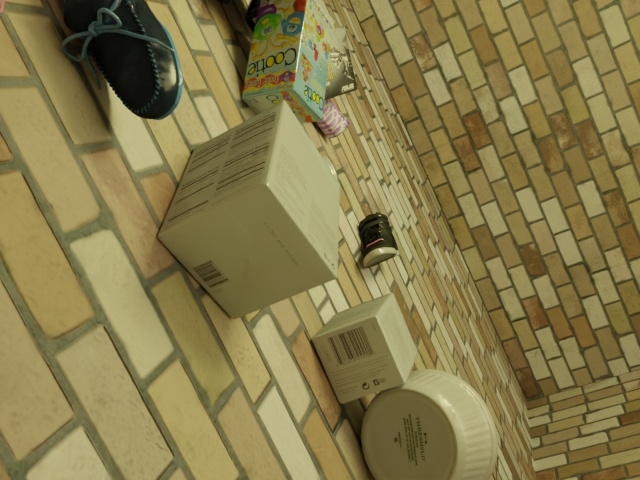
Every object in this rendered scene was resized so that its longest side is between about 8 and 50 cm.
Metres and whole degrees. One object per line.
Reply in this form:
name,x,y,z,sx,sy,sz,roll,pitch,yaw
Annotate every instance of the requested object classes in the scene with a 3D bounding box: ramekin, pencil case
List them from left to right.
pencil case,0.006,-0.396,1.829,0.206,0.088,0.086,47,26,-42
ramekin,0.203,0.399,1.235,0.127,0.273,0.272,9,59,-53

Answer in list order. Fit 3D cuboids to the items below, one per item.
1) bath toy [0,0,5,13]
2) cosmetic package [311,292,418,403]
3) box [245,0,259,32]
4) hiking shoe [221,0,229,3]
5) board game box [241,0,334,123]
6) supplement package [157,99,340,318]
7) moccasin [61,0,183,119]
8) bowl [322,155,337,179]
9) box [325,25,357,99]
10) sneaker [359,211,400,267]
bath toy,-0.387,-0.262,0.614,0.129,0.151,0.348,8,53,-27
cosmetic package,0.099,0.223,1.297,0.151,0.151,0.184,67,21,-3
box,-0.122,-0.585,1.713,0.180,0.078,0.147,54,24,-34
hiking shoe,-0.236,-0.635,1.416,0.086,0.114,0.227,69,20,6
board game box,-0.073,-0.430,1.454,0.144,0.142,0.275,36,57,-56
supplement package,-0.101,-0.054,1.008,0.199,0.198,0.262,54,24,-31
moccasin,-0.319,-0.317,0.876,0.342,0.138,0.117,57,21,15
bowl,-0.008,-0.163,1.548,0.170,0.080,0.170,54,23,-36
box,-0.009,-0.478,1.693,0.231,0.056,0.183,-27,113,-38
sneaker,0.155,-0.006,1.781,0.147,0.105,0.296,67,13,5
